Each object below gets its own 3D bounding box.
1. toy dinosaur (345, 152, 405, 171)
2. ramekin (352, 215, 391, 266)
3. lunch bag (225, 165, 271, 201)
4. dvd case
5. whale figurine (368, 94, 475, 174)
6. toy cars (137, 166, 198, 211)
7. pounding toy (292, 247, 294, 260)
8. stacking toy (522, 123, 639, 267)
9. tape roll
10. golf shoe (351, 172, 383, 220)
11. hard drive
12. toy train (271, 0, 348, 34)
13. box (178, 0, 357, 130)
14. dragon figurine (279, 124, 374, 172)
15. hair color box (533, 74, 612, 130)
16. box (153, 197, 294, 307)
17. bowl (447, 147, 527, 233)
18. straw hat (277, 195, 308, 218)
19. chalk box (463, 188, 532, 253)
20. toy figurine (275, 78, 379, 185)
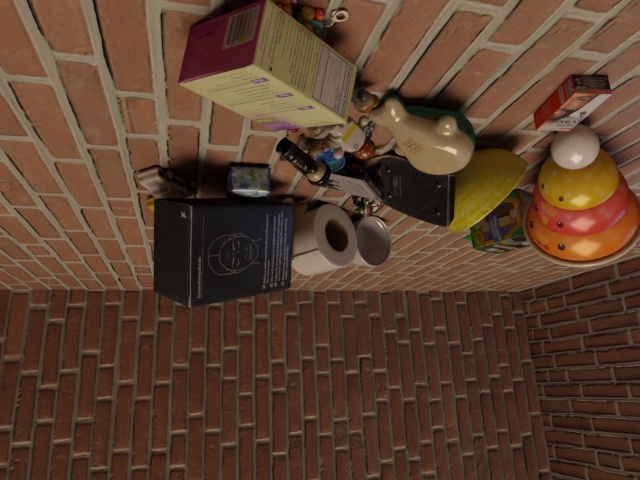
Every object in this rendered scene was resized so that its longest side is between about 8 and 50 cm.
[{"bbox_3d":[0.134,-0.234,1.406,0.112,0.064,0.212,-8,178,-31],"label":"toy dinosaur"},{"bbox_3d":[0.182,0.009,1.965,0.207,0.207,0.109,11,168,-38],"label":"ramekin"},{"bbox_3d":[-0.226,-0.169,1.491,0.129,0.096,0.151,1,174,-16],"label":"lunch bag"},{"bbox_3d":[0.056,-0.180,1.438,0.239,0.029,0.179,16,173,28],"label":"dvd case"},{"bbox_3d":[0.256,-0.278,1.185,0.272,0.141,0.216,29,159,-17],"label":"whale figurine"},{"bbox_3d":[-0.492,-0.124,1.592,0.177,0.087,0.393,1,163,-13],"label":"toy cars"},{"bbox_3d":[-0.165,0.040,1.736,0.100,0.141,0.130,-15,-169,-41],"label":"pounding toy"},{"bbox_3d":[0.756,-0.170,1.433,0.351,0.350,0.480,-11,143,26],"label":"stacking toy"},{"bbox_3d":[0.000,0.000,1.819,0.169,0.246,0.246,-18,158,40],"label":"tape roll"},{"bbox_3d":[0.180,-0.164,1.603,0.120,0.105,0.273,-23,167,-11],"label":"golf shoe"},{"bbox_3d":[0.277,-0.149,1.381,0.054,0.171,0.255,-25,-147,-30],"label":"hard drive"},{"bbox_3d":[-0.025,-0.398,0.824,0.125,0.046,0.166,-12,161,28],"label":"toy train"},{"bbox_3d":[-0.094,-0.308,0.898,0.214,0.117,0.243,6,172,42],"label":"box"},{"bbox_3d":[0.017,-0.236,1.306,0.144,0.085,0.289,12,156,-40],"label":"dragon figurine"},{"bbox_3d":[0.601,-0.326,1.162,0.093,0.053,0.167,0,162,-5],"label":"hair color box"},{"bbox_3d":[-0.296,0.019,1.521,0.212,0.293,0.396,12,-169,42],"label":"box"},{"bbox_3d":[0.431,-0.174,1.403,0.156,0.289,0.289,42,154,-3],"label":"bowl"},{"bbox_3d":[-0.122,-0.121,1.699,0.145,0.144,0.061,-10,120,21],"label":"straw hat"},{"bbox_3d":[0.694,-0.057,1.866,0.180,0.179,0.289,9,161,-38],"label":"chalk box"},{"bbox_3d":[0.021,-0.246,1.057,0.210,0.212,0.148,-20,145,32],"label":"toy figurine"}]
